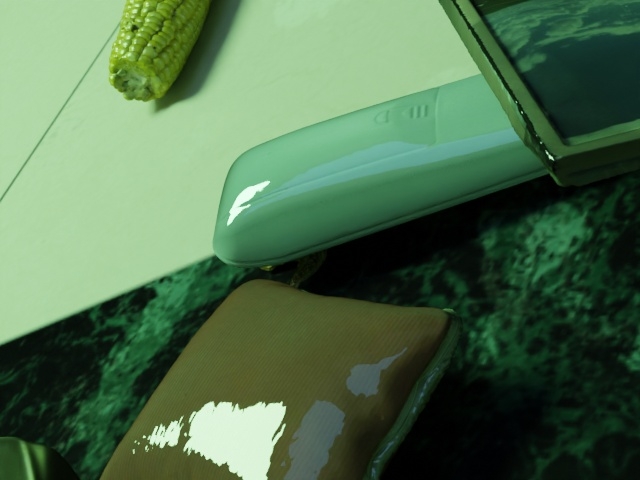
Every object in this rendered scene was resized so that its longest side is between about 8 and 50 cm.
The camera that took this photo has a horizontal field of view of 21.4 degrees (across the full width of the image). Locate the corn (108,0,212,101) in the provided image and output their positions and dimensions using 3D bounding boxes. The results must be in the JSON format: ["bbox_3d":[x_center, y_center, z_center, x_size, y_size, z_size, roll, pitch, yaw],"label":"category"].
[{"bbox_3d":[-0.118,-0.193,1.326,0.067,0.067,0.206,-14,43,31],"label":"corn"}]

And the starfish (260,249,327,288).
[{"bbox_3d":[0.000,0.000,1.052,0.092,0.016,0.086,-18,42,24],"label":"starfish"}]

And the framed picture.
[{"bbox_3d":[0.180,-0.122,0.964,0.189,0.023,0.260,-14,35,-5],"label":"framed picture"}]

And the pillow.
[{"bbox_3d":[-0.020,0.098,0.904,0.179,0.075,0.171,8,56,47],"label":"pillow"}]

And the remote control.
[{"bbox_3d":[0.070,-0.061,1.007,0.293,0.051,0.103,-16,34,18],"label":"remote control"}]

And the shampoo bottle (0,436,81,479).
[{"bbox_3d":[-0.202,0.265,0.880,0.125,0.084,0.350,-19,40,23],"label":"shampoo bottle"}]
